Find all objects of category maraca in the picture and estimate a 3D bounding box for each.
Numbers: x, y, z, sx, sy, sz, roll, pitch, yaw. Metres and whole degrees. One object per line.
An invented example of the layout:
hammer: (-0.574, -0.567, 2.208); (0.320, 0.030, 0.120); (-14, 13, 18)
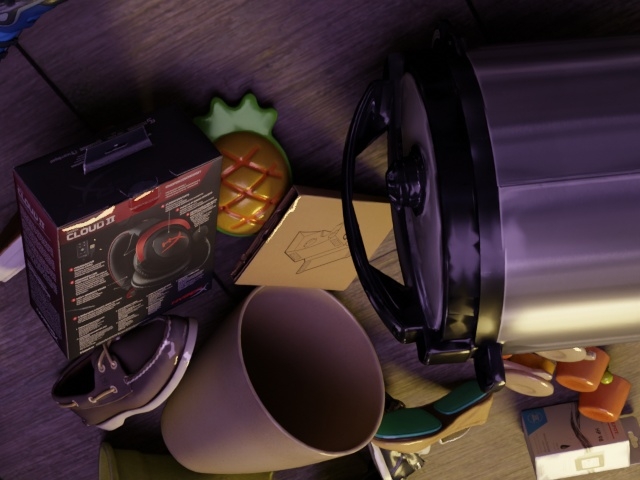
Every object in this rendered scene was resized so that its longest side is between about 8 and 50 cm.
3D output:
maraca: (-0.100, -0.093, 1.404); (0.127, 0.099, 0.185); (-9, 110, -10)

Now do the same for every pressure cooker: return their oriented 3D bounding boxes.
pressure cooker: (0.234, -0.055, 1.288); (0.421, 0.369, 0.375); (-6, 123, -4)

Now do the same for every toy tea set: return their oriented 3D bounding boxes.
toy tea set: (0.335, 0.144, 1.602); (0.200, 0.124, 0.336); (5, 155, 34)

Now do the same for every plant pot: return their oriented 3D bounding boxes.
plant pot: (-0.198, 0.434, 1.701); (0.254, 0.276, 0.276); (-3, 127, -17)
plant pot: (-0.097, 0.221, 1.565); (0.256, 0.256, 0.274); (35, 133, -25)

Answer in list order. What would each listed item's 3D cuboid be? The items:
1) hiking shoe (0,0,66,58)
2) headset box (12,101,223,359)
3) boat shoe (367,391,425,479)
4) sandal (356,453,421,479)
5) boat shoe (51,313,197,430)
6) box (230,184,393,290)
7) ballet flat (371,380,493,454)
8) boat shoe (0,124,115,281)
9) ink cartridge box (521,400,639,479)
hiking shoe: (-0.397, -0.251, 1.281); (0.304, 0.113, 0.132); (-23, 155, 5)
headset box: (-0.239, -0.018, 1.337); (0.218, 0.110, 0.293); (-27, 150, -27)
boat shoe: (0.098, 0.265, 1.686); (0.079, 0.084, 0.233); (-20, 116, -3)
sandal: (0.112, 0.357, 1.787); (0.067, 0.040, 0.179); (35, 102, -30)
boat shoe: (-0.272, 0.175, 1.529); (0.097, 0.116, 0.324); (25, 145, -22)
box: (0.000, 0.000, 1.467); (0.201, 0.021, 0.164); (6, 131, -43)
ballet flat: (0.167, 0.278, 1.646); (0.232, 0.080, 0.073); (-16, 119, -31)
boat shoe: (-0.324, -0.025, 1.434); (0.277, 0.098, 0.096); (-39, 119, 21)
ink cartridge box: (0.411, 0.302, 1.723); (0.180, 0.104, 0.060); (-11, 125, 3)
